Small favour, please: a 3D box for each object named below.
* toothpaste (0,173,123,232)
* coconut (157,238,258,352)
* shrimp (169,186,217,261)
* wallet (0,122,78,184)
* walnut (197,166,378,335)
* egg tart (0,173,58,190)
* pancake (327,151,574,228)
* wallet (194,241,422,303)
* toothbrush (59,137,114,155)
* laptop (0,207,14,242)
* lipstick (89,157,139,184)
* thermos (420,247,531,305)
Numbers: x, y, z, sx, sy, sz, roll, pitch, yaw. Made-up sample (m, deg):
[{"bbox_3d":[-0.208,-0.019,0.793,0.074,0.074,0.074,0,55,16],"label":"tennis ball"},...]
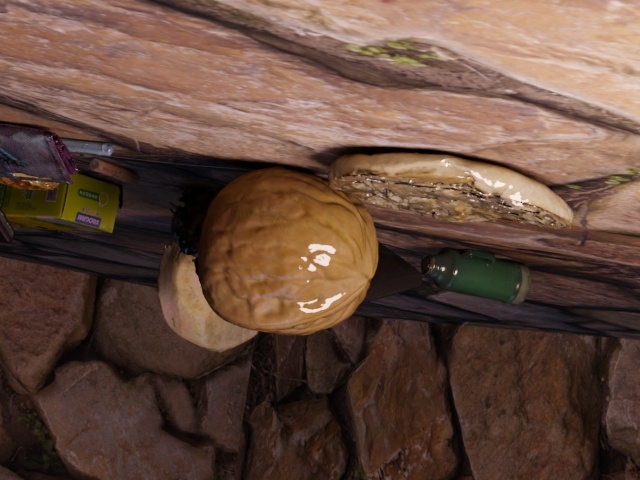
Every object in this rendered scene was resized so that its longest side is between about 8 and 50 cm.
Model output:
[{"bbox_3d":[-0.458,-0.064,2.071,0.327,0.077,0.110,3,172,37],"label":"toothpaste"},{"bbox_3d":[-0.181,0.076,2.326,0.197,0.237,0.237,13,173,-2],"label":"coconut"},{"bbox_3d":[-0.151,-0.015,1.943,0.145,0.117,0.343,7,180,12],"label":"shrimp"},{"bbox_3d":[-0.391,-0.116,1.664,0.165,0.030,0.111,7,152,9],"label":"wallet"},{"bbox_3d":[-0.038,0.016,1.651,0.227,0.228,0.228,8,173,1],"label":"walnut"},{"bbox_3d":[-0.413,-0.099,1.819,0.130,0.052,0.130,10,174,1],"label":"egg tart"},{"bbox_3d":[0.148,-0.053,1.516,0.282,0.049,0.282,9,173,1],"label":"pancake"},{"bbox_3d":[-0.013,0.048,1.884,0.170,0.044,0.321,39,-146,30],"label":"wallet"},{"bbox_3d":[-0.363,-0.126,1.685,0.219,0.016,0.019,8,165,12],"label":"toothbrush"},{"bbox_3d":[-0.564,-0.065,2.032,0.207,0.026,0.154,8,138,35],"label":"laptop"},{"bbox_3d":[-0.281,-0.094,1.838,0.019,0.019,0.094,5,172,29],"label":"lipstick"},{"bbox_3d":[0.255,0.057,2.229,0.187,0.073,0.083,12,174,-25],"label":"thermos"}]
